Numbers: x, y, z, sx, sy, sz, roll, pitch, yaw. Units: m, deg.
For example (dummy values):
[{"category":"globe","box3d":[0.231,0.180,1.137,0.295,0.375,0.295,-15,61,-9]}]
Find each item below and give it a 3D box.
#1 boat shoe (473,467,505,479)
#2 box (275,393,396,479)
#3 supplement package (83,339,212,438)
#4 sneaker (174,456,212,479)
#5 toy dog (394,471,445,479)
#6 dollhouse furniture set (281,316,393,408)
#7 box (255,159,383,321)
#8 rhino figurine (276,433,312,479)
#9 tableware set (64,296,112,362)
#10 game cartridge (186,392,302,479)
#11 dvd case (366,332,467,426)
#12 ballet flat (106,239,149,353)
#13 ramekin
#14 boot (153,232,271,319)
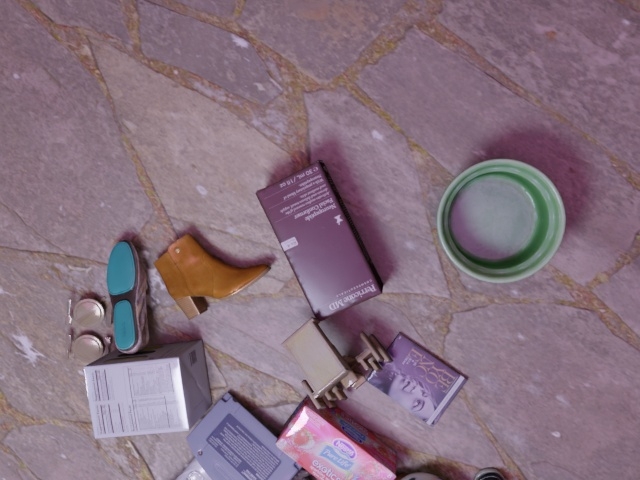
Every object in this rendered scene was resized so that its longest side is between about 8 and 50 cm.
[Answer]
[{"category":"boat shoe","box3d":[0.484,0.790,1.625,0.127,0.113,0.339,-7,94,7]},{"category":"box","box3d":[0.046,0.560,1.642,0.300,0.154,0.142,37,98,4]},{"category":"supplement package","box3d":[-0.463,0.400,1.668,0.263,0.199,0.197,-7,93,8]},{"category":"sneaker","box3d":[-0.372,0.701,1.717,0.111,0.129,0.297,45,97,5]},{"category":"toy dog","box3d":[0.245,0.807,1.558,0.285,0.395,0.407,7,71,32]},{"category":"dollhouse furniture set","box3d":[0.031,0.309,1.597,0.212,0.242,0.161,-42,64,9]},{"category":"box","box3d":[0.000,0.000,1.613,0.191,0.143,0.381,-26,93,8]},{"category":"rhino figurine","box3d":[-0.063,0.648,1.703,0.106,0.073,0.243,-31,86,9]},{"category":"tableware set","box3d":[-0.666,0.256,1.766,0.129,0.039,0.194,5,101,-5]},{"category":"game cartridge","box3d":[-0.214,0.584,1.666,0.294,0.060,0.196,38,72,17]},{"category":"dvd case","box3d":[0.261,0.380,1.669,0.221,0.018,0.164,34,97,3]},{"category":"ballet flat","box3d":[-0.526,0.158,1.696,0.108,0.106,0.315,-9,75,16]},{"category":"ramekin","box3d":[0.443,-0.052,1.546,0.304,0.148,0.303,1,95,7]},{"category":"boot","box3d":[-0.303,0.068,1.672,0.295,0.104,0.211,-29,91,12]}]
